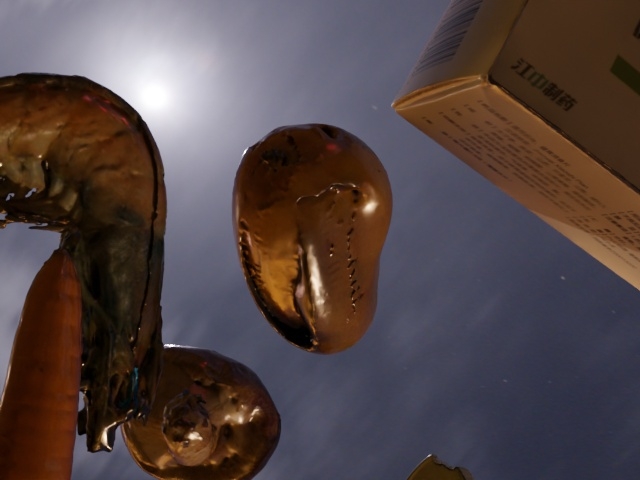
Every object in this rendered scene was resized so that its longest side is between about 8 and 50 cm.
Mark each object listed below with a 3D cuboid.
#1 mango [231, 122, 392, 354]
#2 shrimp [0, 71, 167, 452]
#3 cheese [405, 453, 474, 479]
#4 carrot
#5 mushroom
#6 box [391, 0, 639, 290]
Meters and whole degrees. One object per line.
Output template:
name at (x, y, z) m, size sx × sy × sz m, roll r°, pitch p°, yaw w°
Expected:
mango at (0.000, 0.000, 0.783) m, size 0.156 × 0.248 × 0.151 m, roll -17°, pitch -147°, yaw 0°
shrimp at (-0.217, 0.019, 0.596) m, size 0.054 × 0.222 × 0.290 m, roll 163°, pitch -81°, yaw -68°
cheese at (0.155, 0.463, 1.387) m, size 0.255 × 0.050 × 0.127 m, roll -41°, pitch -127°, yaw 18°
carrot at (-0.164, 0.139, 0.442) m, size 0.066 × 0.062 × 0.271 m, roll 5°, pitch -103°, yaw 71°
mushroom at (-0.224, 0.305, 1.366) m, size 0.267 × 0.255 × 0.267 m, roll 3°, pitch -84°, yaw 36°
box at (0.248, -0.096, 0.657) m, size 0.173 × 0.333 × 0.145 m, roll -61°, pitch -162°, yaw -11°
